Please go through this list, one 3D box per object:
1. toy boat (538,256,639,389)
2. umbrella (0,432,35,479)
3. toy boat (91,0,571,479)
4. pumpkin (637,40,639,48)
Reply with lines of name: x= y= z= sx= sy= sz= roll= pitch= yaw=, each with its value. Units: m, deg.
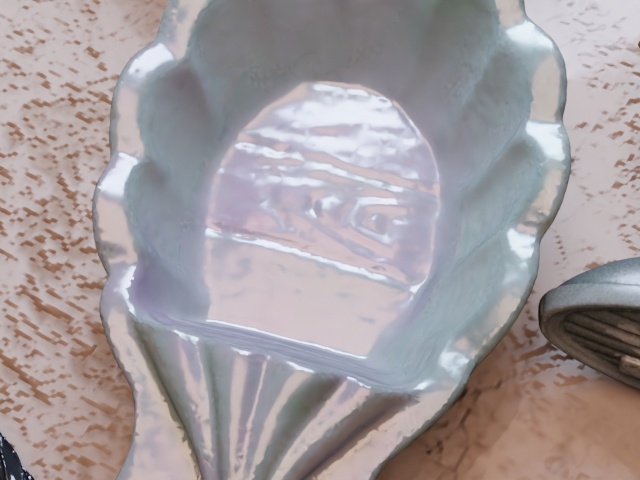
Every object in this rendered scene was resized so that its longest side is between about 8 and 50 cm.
toy boat: x=0.217 y=0.065 z=0.807 sx=0.260 sy=0.078 sz=0.085 roll=17 pitch=56 yaw=9
umbrella: x=-0.105 y=0.139 z=0.824 sx=0.044 sy=0.044 sz=0.269 roll=-19 pitch=65 yaw=-36
toy boat: x=0.000 y=0.000 z=0.839 sx=0.199 sy=0.100 sz=0.290 roll=14 pitch=69 yaw=10
pumpkin: x=0.238 y=-0.038 z=0.848 sx=0.130 sy=0.149 sz=0.254 roll=-30 pitch=40 yaw=28
